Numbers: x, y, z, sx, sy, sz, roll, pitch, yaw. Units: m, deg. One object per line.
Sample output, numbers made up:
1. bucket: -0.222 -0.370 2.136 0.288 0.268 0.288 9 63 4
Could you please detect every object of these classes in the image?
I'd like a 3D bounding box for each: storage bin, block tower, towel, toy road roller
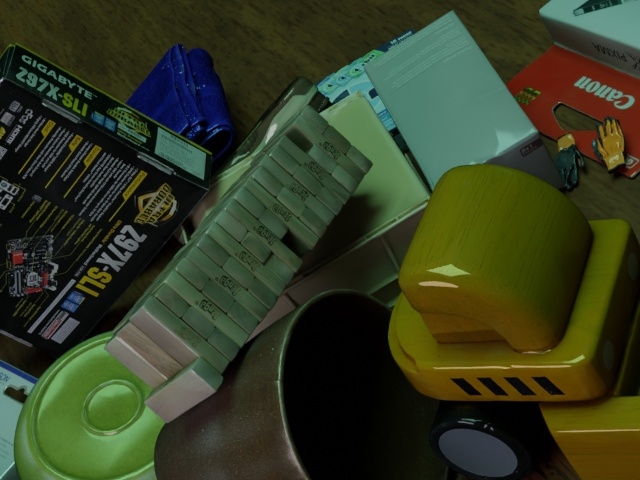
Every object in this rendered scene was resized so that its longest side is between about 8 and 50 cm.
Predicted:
1. storage bin: 0.000 0.000 1.441 0.260 0.123 0.262 -32 35 4
2. block tower: -0.069 0.008 1.233 0.091 0.097 0.335 -39 14 48
3. towel: -0.218 -0.131 1.743 0.227 0.076 0.308 -43 25 11
4. toy road roller: 0.208 0.059 1.102 0.329 0.240 0.202 -5 44 34

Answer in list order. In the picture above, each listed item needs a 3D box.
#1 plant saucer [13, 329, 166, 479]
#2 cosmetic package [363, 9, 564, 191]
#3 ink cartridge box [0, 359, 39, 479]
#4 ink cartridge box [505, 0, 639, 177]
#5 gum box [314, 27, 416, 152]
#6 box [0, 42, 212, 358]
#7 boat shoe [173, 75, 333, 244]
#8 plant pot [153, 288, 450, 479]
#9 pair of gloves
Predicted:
1. plant saucer: -0.213 0.181 1.405 0.241 0.037 0.241 -7 50 9
2. cosmetic package: 0.151 -0.126 1.451 0.127 0.107 0.238 -30 48 8
3. ink cartridge box: -0.409 0.290 1.471 0.165 0.065 0.333 17 60 47
4. ink cartridge box: 0.332 -0.205 1.476 0.239 0.060 0.275 -39 35 -10
5. gum box: 0.078 -0.171 1.650 0.157 0.041 0.184 -30 36 5
6. box: -0.317 -0.031 1.513 0.322 0.257 0.079 -48 28 29
7. boat shoe: -0.070 -0.072 1.607 0.257 0.095 0.095 -47 11 22
8. plant pot: -0.038 0.179 1.212 0.230 0.215 0.215 -23 34 39
9. pair of gloves: 0.280 -0.092 1.405 0.083 0.010 0.074 -25 47 31
